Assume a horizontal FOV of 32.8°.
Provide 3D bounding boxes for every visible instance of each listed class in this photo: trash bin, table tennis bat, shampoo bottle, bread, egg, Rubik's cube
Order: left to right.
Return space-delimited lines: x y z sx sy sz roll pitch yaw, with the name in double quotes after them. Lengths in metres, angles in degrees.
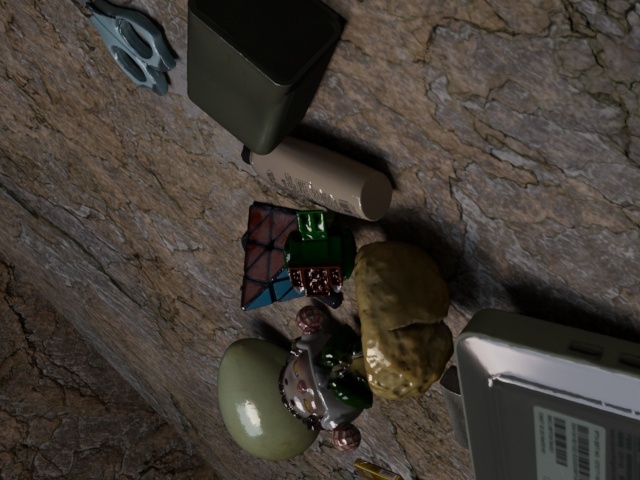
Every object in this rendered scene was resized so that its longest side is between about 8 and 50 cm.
-0.085 -0.231 1.394 0.164 0.122 0.240 40 160 4 "trash bin"
-0.113 0.337 2.342 0.218 0.218 0.296 9 129 52 "egg"
-0.057 0.060 1.994 0.236 0.027 0.150 30 155 29 "table tennis bat"
-0.035 0.020 1.867 0.178 0.211 0.190 34 -160 -43 "Rubik's cube"
-0.016 -0.098 1.570 0.256 0.078 0.127 21 165 37 "shampoo bottle"
0.122 0.113 1.581 0.134 0.245 0.244 -10 145 3 "bread"

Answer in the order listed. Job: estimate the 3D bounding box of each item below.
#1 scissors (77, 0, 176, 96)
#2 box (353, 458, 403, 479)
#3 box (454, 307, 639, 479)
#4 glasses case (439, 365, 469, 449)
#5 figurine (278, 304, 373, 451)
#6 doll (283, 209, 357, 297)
-0.368 -0.370 1.696 0.360 0.029 0.191 41 159 -2 "scissors"
0.152 0.573 2.598 0.156 0.022 0.089 8 140 53 "box"
0.374 0.280 1.494 0.373 0.090 0.367 13 135 32 "box"
0.259 0.302 1.907 0.070 0.047 0.205 25 152 32 "glasses case"
0.043 0.244 2.010 0.370 0.167 0.281 -37 68 57 "figurine"
0.001 0.009 1.637 0.186 0.106 0.134 -49 -46 -78 "doll"
